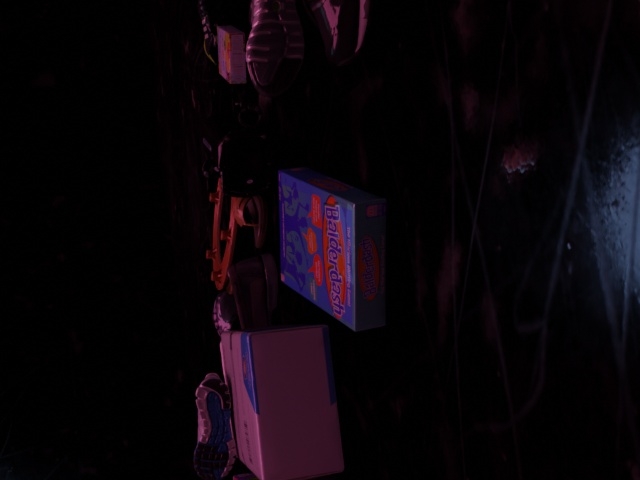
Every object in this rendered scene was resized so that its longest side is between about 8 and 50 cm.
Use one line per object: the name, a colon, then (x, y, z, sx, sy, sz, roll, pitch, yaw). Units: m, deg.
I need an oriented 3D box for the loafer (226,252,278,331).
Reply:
loafer: (-0.141, 0.149, 1.736, 0.109, 0.095, 0.302, -111, 21, -47)

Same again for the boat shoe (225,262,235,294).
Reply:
boat shoe: (-0.189, 0.085, 1.985, 0.152, 0.049, 0.056, -123, 39, -68)

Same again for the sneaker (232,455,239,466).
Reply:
sneaker: (-0.143, 0.381, 1.700, 0.227, 0.087, 0.130, -55, 42, 2)

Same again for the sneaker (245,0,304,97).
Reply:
sneaker: (-0.072, -0.311, 1.364, 0.132, 0.086, 0.228, 125, 148, -75)

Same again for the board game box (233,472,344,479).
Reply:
board game box: (-0.038, 0.435, 1.356, 0.275, 0.144, 0.142, 155, 109, -74)

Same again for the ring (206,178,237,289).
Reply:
ring: (-0.223, -0.057, 1.999, 0.336, 0.032, 0.336, -176, 90, -76)

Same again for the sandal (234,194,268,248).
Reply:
sandal: (-0.143, -0.069, 1.734, 0.090, 0.060, 0.219, 102, 158, -49)

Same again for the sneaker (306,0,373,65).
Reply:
sneaker: (-0.017, -0.341, 1.028, 0.107, 0.124, 0.283, 179, 85, -76)

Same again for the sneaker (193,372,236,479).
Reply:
sneaker: (-0.180, 0.316, 1.526, 0.083, 0.071, 0.190, -126, 39, -77)

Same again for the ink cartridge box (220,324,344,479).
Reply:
ink cartridge box: (-0.070, 0.250, 1.437, 0.307, 0.129, 0.223, 159, 104, -75)

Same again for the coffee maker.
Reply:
coffee maker: (-0.148, -0.184, 1.655, 0.171, 0.120, 0.178, -67, 24, 14)

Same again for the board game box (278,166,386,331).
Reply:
board game box: (0.011, 0.004, 1.125, 0.210, 0.047, 0.160, 27, 122, 58)

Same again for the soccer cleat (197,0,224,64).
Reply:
soccer cleat: (-0.230, -0.469, 1.946, 0.179, 0.060, 0.072, 90, 156, -46)

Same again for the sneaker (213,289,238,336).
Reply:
sneaker: (-0.172, 0.216, 1.968, 0.098, 0.083, 0.223, -13, 88, 55)

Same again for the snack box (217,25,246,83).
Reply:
snack box: (-0.182, -0.380, 1.815, 0.141, 0.037, 0.100, -128, 37, -65)
